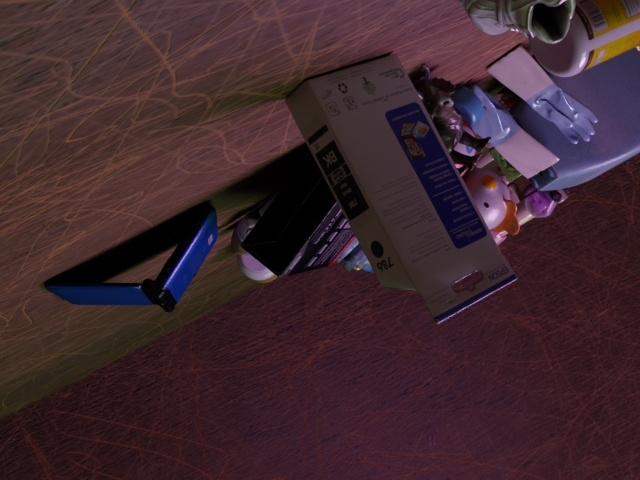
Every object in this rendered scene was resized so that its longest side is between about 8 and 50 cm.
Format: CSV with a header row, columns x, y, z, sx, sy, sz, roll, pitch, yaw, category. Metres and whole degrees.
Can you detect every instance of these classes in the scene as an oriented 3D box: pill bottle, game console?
x,y,z,sx,sy,sz,roll,pitch,yaw,category
0.421,-0.329,1.542,0.215,0.117,0.117,-25,174,-24,pill bottle
-0.134,0.040,2.339,0.103,0.103,0.184,-28,175,-2,pill bottle
-0.308,0.030,1.771,0.250,0.173,0.293,-59,180,-10,game console

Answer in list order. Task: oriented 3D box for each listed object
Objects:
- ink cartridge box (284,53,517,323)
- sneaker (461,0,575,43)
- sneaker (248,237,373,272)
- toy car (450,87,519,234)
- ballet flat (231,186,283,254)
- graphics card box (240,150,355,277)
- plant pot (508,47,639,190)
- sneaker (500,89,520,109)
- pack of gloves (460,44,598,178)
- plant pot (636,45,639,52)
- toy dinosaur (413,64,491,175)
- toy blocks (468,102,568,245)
x,y,z,sx,sy,sz,roll,pitch,yaw,category
0.101,-0.062,1.296,0.165,0.333,0.065,-22,172,-39,ink cartridge box
0.230,-0.265,1.181,0.090,0.115,0.232,-27,175,-5,sneaker
0.000,0.000,2.068,0.319,0.208,0.127,-27,176,-10,sneaker
0.258,-0.099,1.818,0.219,0.238,0.210,-52,172,-31,toy car
-0.106,-0.043,1.933,0.206,0.073,0.067,-39,158,23,ballet flat
0.013,-0.058,1.792,0.233,0.094,0.371,-52,171,11,graphics card box
0.492,-0.230,2.000,0.252,0.248,0.247,-34,176,-9,plant pot
0.462,-0.315,2.193,0.225,0.088,0.093,-23,152,-45,sneaker
0.364,-0.234,1.851,0.195,0.232,0.046,-33,-154,43,pack of gloves
0.739,-0.408,1.859,0.293,0.275,0.275,-46,172,8,plant pot
0.161,-0.147,1.640,0.121,0.160,0.313,-54,-179,-40,toy dinosaur
0.325,-0.115,2.247,0.260,0.289,0.309,-35,175,30,toy blocks
